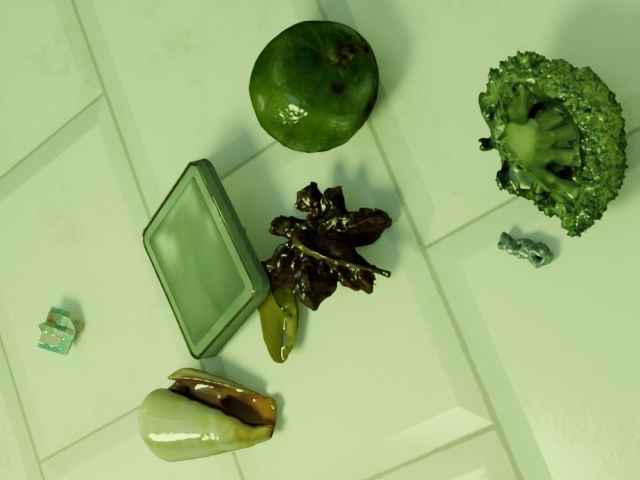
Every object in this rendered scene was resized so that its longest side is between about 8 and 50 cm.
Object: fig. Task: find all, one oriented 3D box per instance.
[{"bbox_3d":[-0.014,-0.211,1.706,0.203,0.203,0.235,56,158,22],"label":"fig"}]

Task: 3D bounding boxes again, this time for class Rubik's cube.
[{"bbox_3d":[-0.501,0.169,2.096,0.084,0.075,0.073,-47,20,28],"label":"Rubik's cube"}]

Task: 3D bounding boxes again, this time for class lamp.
[{"bbox_3d":[-0.201,0.036,1.839,0.266,0.047,0.269,-48,62,48],"label":"lamp"}]

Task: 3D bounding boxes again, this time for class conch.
[{"bbox_3d":[-0.194,0.312,1.862,0.255,0.127,0.158,8,65,14],"label":"conch"}]

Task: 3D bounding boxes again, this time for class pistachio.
[{"bbox_3d":[-0.064,0.114,1.789,0.089,0.049,0.172,-21,79,57],"label":"pistachio"}]

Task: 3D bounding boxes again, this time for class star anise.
[{"bbox_3d":[0.000,0.000,1.695,0.220,0.126,0.190,-24,53,31],"label":"star anise"}]

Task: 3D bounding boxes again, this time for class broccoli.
[{"bbox_3d":[0.307,-0.128,1.442,0.198,0.176,0.226,-6,65,47],"label":"broccoli"}]

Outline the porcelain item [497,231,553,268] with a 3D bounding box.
[{"bbox_3d":[0.293,0.013,1.541,0.083,0.028,0.036,24,121,32],"label":"porcelain item"}]
